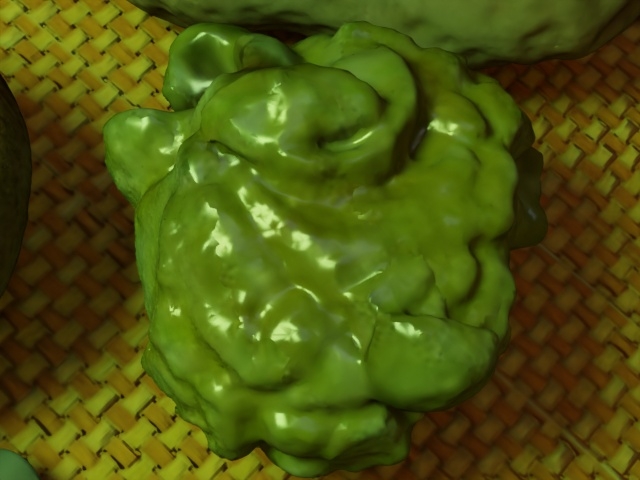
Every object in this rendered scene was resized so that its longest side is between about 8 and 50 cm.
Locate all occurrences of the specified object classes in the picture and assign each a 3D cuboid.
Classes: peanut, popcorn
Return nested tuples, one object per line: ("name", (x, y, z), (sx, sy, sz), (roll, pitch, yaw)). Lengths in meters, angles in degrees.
("peanut", (0.028, -0.204, 0.795), (0.387, 0.192, 0.170), (10, 61, 5))
("popcorn", (0.000, 0.000, 0.673), (0.241, 0.235, 0.250), (-1, 43, 16))

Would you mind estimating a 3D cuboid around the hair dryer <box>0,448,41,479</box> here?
("hair dryer", (-0.262, 0.170, 0.638), (0.219, 0.088, 0.225), (-26, 43, -33))

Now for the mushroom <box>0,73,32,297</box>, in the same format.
("mushroom", (-0.295, 0.001, 0.640), (0.263, 0.195, 0.283), (15, 47, 7))
